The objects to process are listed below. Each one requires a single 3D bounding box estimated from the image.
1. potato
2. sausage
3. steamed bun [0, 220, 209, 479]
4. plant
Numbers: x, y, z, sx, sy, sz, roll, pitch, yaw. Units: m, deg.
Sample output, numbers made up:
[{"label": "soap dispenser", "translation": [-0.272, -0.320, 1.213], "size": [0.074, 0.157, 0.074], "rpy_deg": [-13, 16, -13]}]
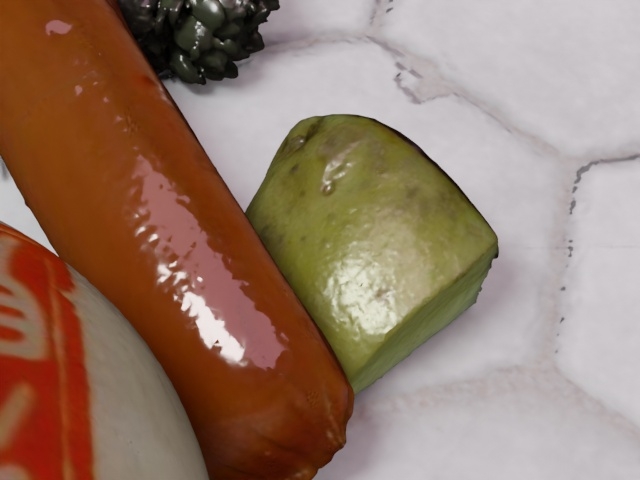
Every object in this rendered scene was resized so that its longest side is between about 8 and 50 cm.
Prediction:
[{"label": "potato", "translation": [0.000, 0.000, 0.909], "size": [0.149, 0.081, 0.120], "rpy_deg": [39, 55, 21]}, {"label": "sausage", "translation": [-0.098, -0.024, 0.881], "size": [0.097, 0.094, 0.348], "rpy_deg": [-36, 67, 8]}, {"label": "steamed bun", "translation": [-0.220, 0.119, 0.691], "size": [0.375, 0.241, 0.374], "rpy_deg": [4, 49, -4]}, {"label": "plant", "translation": [-0.093, -0.142, 1.000], "size": [0.143, 0.094, 0.092], "rpy_deg": [9, 63, 6]}]
